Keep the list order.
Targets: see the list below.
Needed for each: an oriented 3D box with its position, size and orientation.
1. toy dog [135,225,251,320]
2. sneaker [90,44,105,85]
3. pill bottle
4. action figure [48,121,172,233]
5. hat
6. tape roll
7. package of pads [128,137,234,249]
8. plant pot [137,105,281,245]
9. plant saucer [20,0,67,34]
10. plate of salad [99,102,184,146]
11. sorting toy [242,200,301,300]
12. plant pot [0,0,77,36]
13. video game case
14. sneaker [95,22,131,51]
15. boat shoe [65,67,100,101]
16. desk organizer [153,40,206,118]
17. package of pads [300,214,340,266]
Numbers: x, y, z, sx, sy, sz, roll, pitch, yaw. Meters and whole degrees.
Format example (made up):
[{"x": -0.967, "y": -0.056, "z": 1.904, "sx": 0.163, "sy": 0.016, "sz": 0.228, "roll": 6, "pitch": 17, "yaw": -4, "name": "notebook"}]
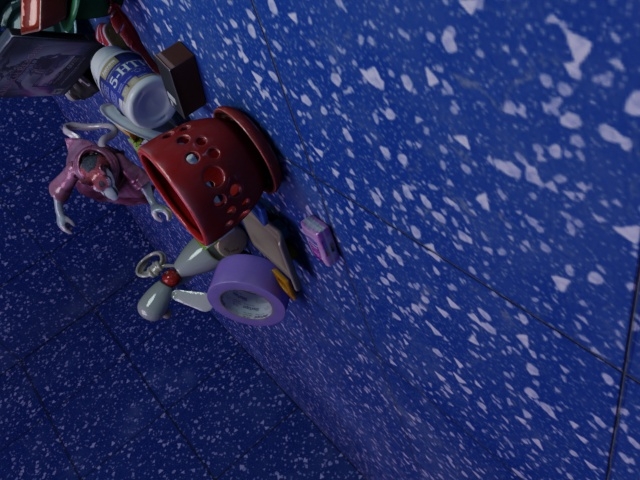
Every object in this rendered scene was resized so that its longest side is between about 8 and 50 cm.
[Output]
[{"x": -0.304, "y": 0.077, "z": 1.596, "sx": 0.161, "sy": 0.334, "sz": 0.220, "roll": 44, "pitch": -163, "yaw": -38, "name": "toy dog"}, {"x": -0.481, "y": -0.360, "z": 1.466, "sx": 0.097, "sy": 0.084, "sz": 0.234, "roll": 41, "pitch": 160, "yaw": 36, "name": "sneaker"}, {"x": -0.379, "y": -0.314, "z": 1.246, "sx": 0.187, "sy": 0.112, "sz": 0.112, "roll": 40, "pitch": 160, "yaw": 31, "name": "pill bottle"}, {"x": -0.467, "y": -0.160, "z": 1.383, "sx": 0.370, "sy": 0.248, "sz": 0.275, "roll": -177, "pitch": 81, "yaw": -77, "name": "action figure"}, {"x": -0.347, "y": -0.431, "z": 1.084, "sx": 0.208, "sy": 0.184, "sz": 0.172, "roll": -44, "pitch": 53, "yaw": 49, "name": "hat"}, {"x": -0.164, "y": 0.119, "z": 1.460, "sx": 0.189, "sy": 0.080, "sz": 0.189, "roll": 8, "pitch": 143, "yaw": 6, "name": "tape roll"}, {"x": -0.327, "y": -0.141, "z": 1.452, "sx": 0.296, "sy": 0.101, "sz": 0.229, "roll": 41, "pitch": 161, "yaw": 51, "name": "package of pads"}, {"x": -0.175, "y": -0.115, "z": 1.020, "sx": 0.191, "sy": 0.174, "sz": 0.191, "roll": 45, "pitch": 162, "yaw": 19, "name": "plant pot"}, {"x": -0.468, "y": -0.483, "z": 1.058, "sx": 0.258, "sy": 0.048, "sz": 0.259, "roll": 26, "pitch": 111, "yaw": 55, "name": "plant saucer"}, {"x": -0.367, "y": -0.235, "z": 1.311, "sx": 0.200, "sy": 0.048, "sz": 0.200, "roll": 23, "pitch": -162, "yaw": -8, "name": "plate of salad"}, {"x": -0.101, "y": -0.010, "z": 1.269, "sx": 0.196, "sy": 0.047, "sz": 0.347, "roll": 45, "pitch": 162, "yaw": 35, "name": "sorting toy"}, {"x": -0.716, "y": -0.513, "z": 1.498, "sx": 0.271, "sy": 0.272, "sz": 0.255, "roll": 58, "pitch": 176, "yaw": -21, "name": "plant pot"}, {"x": -0.598, "y": -0.372, "z": 1.323, "sx": 0.026, "sy": 0.196, "sz": 0.274, "roll": 55, "pitch": -154, "yaw": 0, "name": "video game case"}, {"x": -0.439, "y": -0.409, "z": 1.329, "sx": 0.067, "sy": 0.042, "sz": 0.118, "roll": 29, "pitch": 145, "yaw": 43, "name": "sneaker"}, {"x": -0.728, "y": -0.553, "z": 1.738, "sx": 0.112, "sy": 0.096, "sz": 0.335, "roll": -90, "pitch": -18, "yaw": -54, "name": "boat shoe"}, {"x": -0.239, "y": -0.275, "z": 1.071, "sx": 0.047, "sy": 0.050, "sz": 0.130, "roll": 46, "pitch": 162, "yaw": 19, "name": "desk organizer"}, {"x": 0.000, "y": 0.000, "z": 1.046, "sx": 0.050, "sy": 0.032, "sz": 0.083, "roll": 40, "pitch": 159, "yaw": 42, "name": "package of pads"}]
